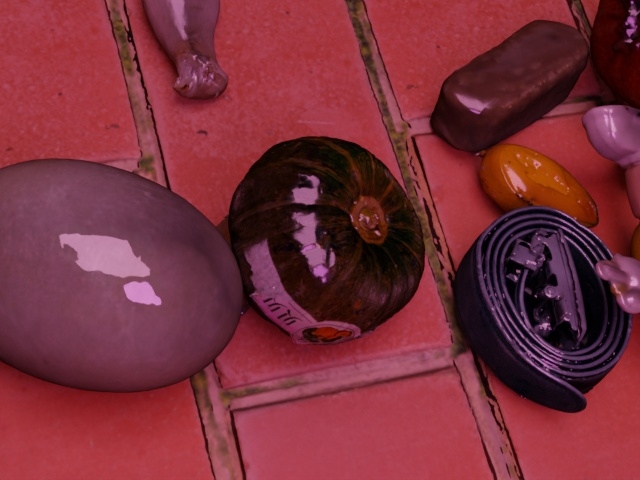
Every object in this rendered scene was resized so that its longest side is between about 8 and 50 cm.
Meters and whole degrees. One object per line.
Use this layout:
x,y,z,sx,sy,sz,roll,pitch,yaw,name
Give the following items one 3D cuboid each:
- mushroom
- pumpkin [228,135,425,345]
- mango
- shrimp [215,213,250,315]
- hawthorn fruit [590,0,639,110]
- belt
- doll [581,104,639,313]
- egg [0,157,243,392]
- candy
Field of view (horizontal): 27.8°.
-0.179,-0.296,1.727,0.116,0.093,0.225,8,55,-31,mushroom
-0.003,0.001,1.558,0.260,0.189,0.260,22,60,-43,pumpkin
0.287,-0.069,1.722,0.187,0.066,0.101,24,54,-4,mango
-0.111,0.026,1.611,0.101,0.042,0.190,39,61,-14,shrimp
0.525,-0.287,1.752,0.307,0.265,0.265,-5,64,-31,hawthorn fruit
0.284,0.086,1.613,0.206,0.116,0.267,-9,64,-21,belt
0.463,0.011,1.641,0.348,0.161,0.423,29,44,-25,doll
-0.260,0.039,1.449,0.352,0.258,0.258,19,62,-4,egg
0.258,-0.210,1.765,0.234,0.104,0.102,-35,70,-25,candy
